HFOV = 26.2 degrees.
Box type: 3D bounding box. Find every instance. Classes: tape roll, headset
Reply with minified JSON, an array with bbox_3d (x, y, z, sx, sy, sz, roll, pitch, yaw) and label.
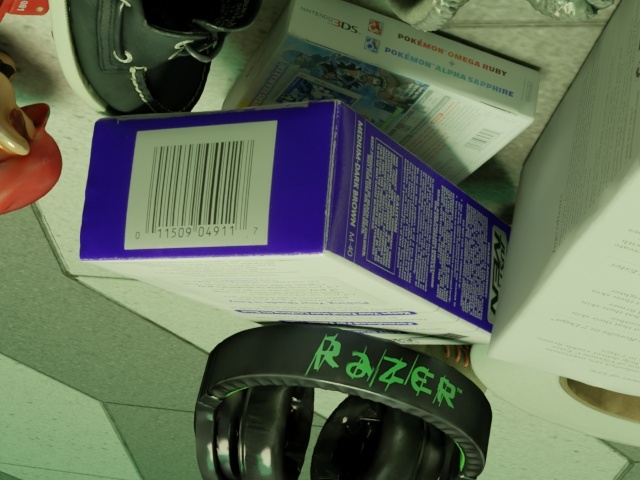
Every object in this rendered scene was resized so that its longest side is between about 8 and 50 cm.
[{"bbox_3d":[0.339,0.117,1.329,0.392,0.072,0.392,11,158,5],"label":"tape roll"},{"bbox_3d":[0.003,0.153,1.224,0.243,0.185,0.394,19,150,-10],"label":"headset"}]

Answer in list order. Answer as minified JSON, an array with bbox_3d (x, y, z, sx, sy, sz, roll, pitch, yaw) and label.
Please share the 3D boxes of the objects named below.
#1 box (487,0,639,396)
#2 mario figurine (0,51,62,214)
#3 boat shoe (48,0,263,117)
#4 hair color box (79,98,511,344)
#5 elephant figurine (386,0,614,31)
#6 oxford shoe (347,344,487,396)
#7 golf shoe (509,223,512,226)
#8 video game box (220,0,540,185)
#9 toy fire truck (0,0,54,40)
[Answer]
[{"bbox_3d":[0.264,-0.022,0.915,0.215,0.168,0.345,14,157,-2],"label":"box"},{"bbox_3d":[-0.306,-0.148,1.049,0.198,0.170,0.320,39,170,46],"label":"mario figurine"},{"bbox_3d":[-0.090,-0.165,0.830,0.113,0.127,0.340,20,150,14],"label":"boat shoe"},{"bbox_3d":[0.000,0.000,1.005,0.185,0.110,0.339,-1,165,26],"label":"hair color box"},{"bbox_3d":[0.039,-0.169,0.613,0.239,0.186,0.169,42,143,7],"label":"elephant figurine"},{"bbox_3d":[0.098,0.113,1.427,0.146,0.141,0.397,-15,154,-4],"label":"oxford shoe"},{"bbox_3d":[0.173,0.034,1.150,0.077,0.094,0.198,-11,-171,-27],"label":"golf shoe"},{"bbox_3d":[0.034,-0.097,1.023,0.187,0.048,0.205,16,158,-14],"label":"video game box"},{"bbox_3d":[-0.174,-0.179,0.914,0.135,0.047,0.192,-4,153,-36],"label":"toy fire truck"}]
